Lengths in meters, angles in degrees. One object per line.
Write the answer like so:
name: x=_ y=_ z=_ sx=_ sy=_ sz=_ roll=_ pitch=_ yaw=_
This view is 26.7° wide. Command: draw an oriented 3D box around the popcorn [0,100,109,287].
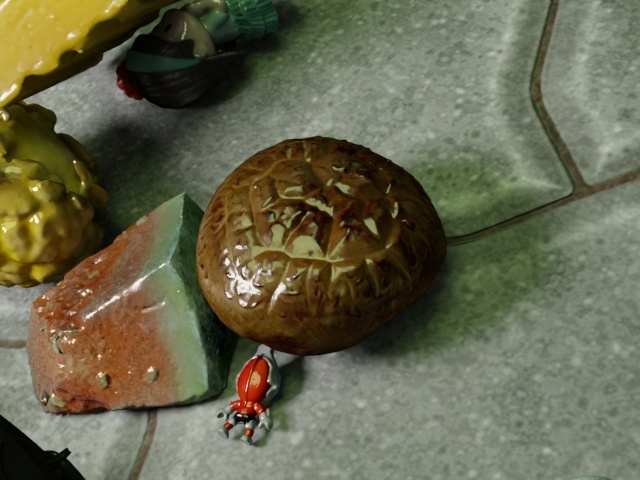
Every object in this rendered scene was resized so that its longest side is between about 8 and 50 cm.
popcorn: x=-0.355 y=-0.062 z=1.519 sx=0.250 sy=0.250 sz=0.190 roll=44 pitch=114 yaw=41

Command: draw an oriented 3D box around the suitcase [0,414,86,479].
suitcase: x=-0.289 y=0.330 z=1.091 sx=0.339 sy=0.345 sz=0.188 roll=-41 pitch=9 yaw=-16

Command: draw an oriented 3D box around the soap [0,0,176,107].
soap: x=-0.269 y=-0.267 z=1.558 sx=0.204 sy=0.096 sz=0.324 roll=-34 pitch=8 yaw=14

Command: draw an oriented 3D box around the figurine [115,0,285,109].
figurine: x=-0.134 y=-0.252 z=1.654 sx=0.245 sy=0.110 sz=0.138 roll=-39 pitch=9 yaw=-15

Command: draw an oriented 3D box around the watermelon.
watermelon: x=-0.220 y=0.089 z=1.420 sx=0.257 sy=0.139 sz=0.193 roll=-21 pitch=39 yaw=17

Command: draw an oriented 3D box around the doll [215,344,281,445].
doll: x=-0.063 y=0.148 z=1.342 sx=0.057 sy=0.039 sz=0.114 roll=-10 pitch=53 yaw=52

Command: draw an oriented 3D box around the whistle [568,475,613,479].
whistle: x=0.219 y=0.333 z=1.020 sx=0.142 sy=0.134 sz=0.346 roll=-33 pitch=31 yaw=28

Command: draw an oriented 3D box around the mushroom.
mushroom: x=0.000 y=0.000 z=1.345 sx=0.253 sy=0.153 sz=0.253 roll=1 pitch=49 yaw=-1
